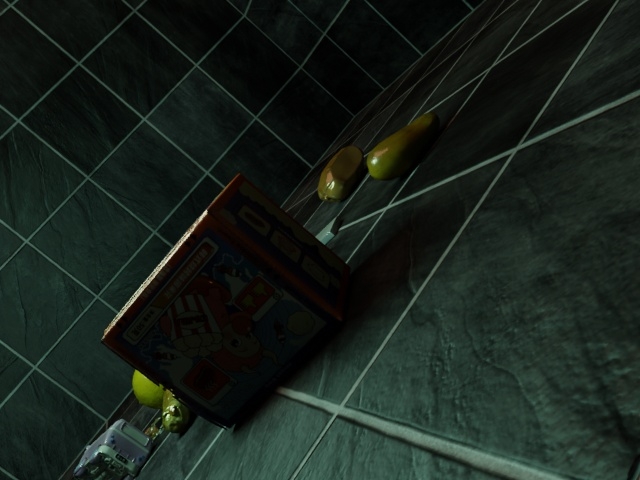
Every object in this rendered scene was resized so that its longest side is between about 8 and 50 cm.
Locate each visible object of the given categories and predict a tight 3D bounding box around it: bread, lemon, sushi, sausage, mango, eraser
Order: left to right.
[{"bbox_3d":[-0.539,0.610,1.878,0.201,0.031,0.139,-49,9,2],"label":"sushi"},{"bbox_3d":[-0.511,0.446,1.962,0.203,0.178,0.178,-48,9,2],"label":"lemon"},{"bbox_3d":[-0.400,0.454,1.705,0.077,0.084,0.367,-10,-1,-13],"label":"bread"},{"bbox_3d":[0.000,0.000,1.821,0.150,0.023,0.104,-44,11,30],"label":"eraser"},{"bbox_3d":[0.071,-0.223,2.093,0.241,0.120,0.136,-58,-2,-40],"label":"sausage"},{"bbox_3d":[0.212,-0.236,1.551,0.227,0.099,0.136,-43,3,-10],"label":"mango"}]

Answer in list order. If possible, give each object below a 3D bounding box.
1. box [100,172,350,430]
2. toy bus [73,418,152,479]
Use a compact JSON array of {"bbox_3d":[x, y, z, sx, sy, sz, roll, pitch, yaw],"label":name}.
[{"bbox_3d":[-0.171,0.120,1.215,0.349,0.318,0.257,-45,12,20],"label":"box"},{"bbox_3d":[-0.584,0.617,1.732,0.202,0.142,0.142,-43,17,32],"label":"toy bus"}]
